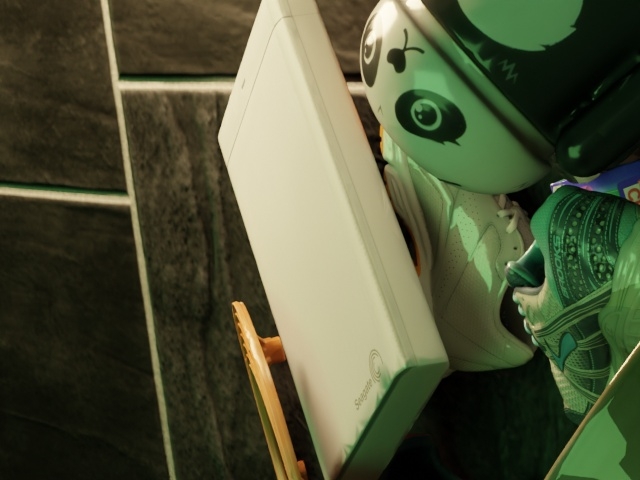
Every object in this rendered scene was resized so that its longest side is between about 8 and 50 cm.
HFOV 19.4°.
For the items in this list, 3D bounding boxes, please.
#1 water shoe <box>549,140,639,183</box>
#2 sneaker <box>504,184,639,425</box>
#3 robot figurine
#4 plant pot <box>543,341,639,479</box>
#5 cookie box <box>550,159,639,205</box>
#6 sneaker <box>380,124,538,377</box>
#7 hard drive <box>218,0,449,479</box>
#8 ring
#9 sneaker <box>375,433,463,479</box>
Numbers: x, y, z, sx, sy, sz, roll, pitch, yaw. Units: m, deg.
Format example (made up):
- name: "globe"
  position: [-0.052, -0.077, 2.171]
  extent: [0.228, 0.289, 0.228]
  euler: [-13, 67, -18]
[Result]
- name: "water shoe"
  position: [0.178, -0.136, 1.383]
  extent: [0.080, 0.073, 0.203]
  euler: [-27, 65, 10]
- name: "sneaker"
  position: [0.192, 0.042, 1.311]
  extent: [0.122, 0.110, 0.283]
  euler: [30, 156, 16]
- name: "robot figurine"
  position: [0.153, -0.158, 1.254]
  extent: [0.278, 0.209, 0.173]
  euler: [-43, 103, 10]
- name: "plant pot"
  position: [0.315, 0.165, 1.165]
  extent: [0.280, 0.323, 0.323]
  euler: [35, 129, 16]
- name: "cookie box"
  position: [0.229, -0.012, 1.372]
  extent: [0.107, 0.040, 0.092]
  euler: [-16, 90, 50]
- name: "sneaker"
  position: [0.124, -0.022, 1.469]
  extent: [0.121, 0.099, 0.262]
  euler: [-1, 100, 29]
- name: "hard drive"
  position: [0.000, 0.000, 1.532]
  extent: [0.233, 0.047, 0.353]
  euler: [114, 142, -56]
- name: "ring"
  position: [-0.016, 0.211, 1.615]
  extent: [0.336, 0.032, 0.336]
  euler: [165, 90, -85]
- name: "sneaker"
  position: [0.144, 0.294, 1.503]
  extent: [0.350, 0.131, 0.148]
  euler: [43, 136, 32]
